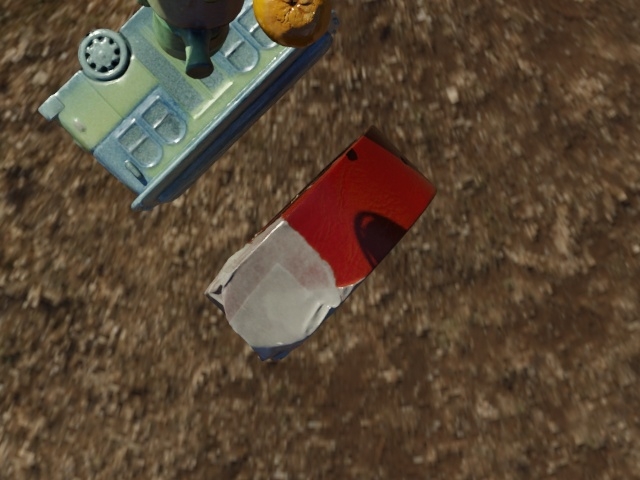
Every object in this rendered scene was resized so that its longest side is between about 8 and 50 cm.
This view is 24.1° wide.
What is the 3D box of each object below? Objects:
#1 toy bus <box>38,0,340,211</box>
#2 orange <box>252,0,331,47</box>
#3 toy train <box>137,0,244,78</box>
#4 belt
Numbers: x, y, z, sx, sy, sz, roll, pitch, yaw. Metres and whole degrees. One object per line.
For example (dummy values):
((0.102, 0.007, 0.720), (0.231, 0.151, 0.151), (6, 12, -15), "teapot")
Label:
((-0.145, -0.197, 1.687), (0.312, 0.152, 0.190), (-44, 90, 5), "toy bus")
((-0.028, -0.238, 1.526), (0.083, 0.070, 0.083), (1, 82, -10), "orange")
((-0.096, -0.270, 1.162), (0.150, 0.221, 0.304), (-2, 150, -9), "toy train")
((0.000, 0.000, 1.616), (0.115, 0.324, 0.227), (44, 128, -3), "belt")
